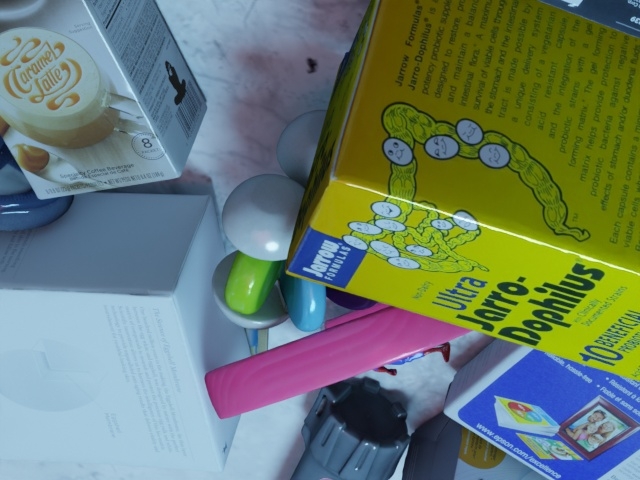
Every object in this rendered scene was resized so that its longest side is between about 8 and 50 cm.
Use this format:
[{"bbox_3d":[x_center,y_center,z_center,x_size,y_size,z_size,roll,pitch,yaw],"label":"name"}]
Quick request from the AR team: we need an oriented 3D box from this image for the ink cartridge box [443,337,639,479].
[{"bbox_3d":[0.317,0.136,1.662,0.303,0.072,0.307,34,130,-14],"label":"ink cartridge box"}]

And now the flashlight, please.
[{"bbox_3d":[0.008,0.264,1.852,0.103,0.103,0.304,3,138,-23],"label":"flashlight"}]

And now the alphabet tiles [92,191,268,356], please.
[{"bbox_3d":[-0.216,0.058,1.785,0.342,0.011,0.285,10,135,7],"label":"alphabet tiles"}]

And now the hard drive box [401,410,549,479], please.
[{"bbox_3d":[0.183,0.283,1.759,0.232,0.181,0.089,36,131,-18],"label":"hard drive box"}]

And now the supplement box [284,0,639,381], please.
[{"bbox_3d":[0.178,-0.040,1.395,0.356,0.195,0.194,17,157,-4],"label":"supplement box"}]

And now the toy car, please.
[{"bbox_3d":[0.000,0.000,1.534,0.136,0.182,0.159,31,146,11],"label":"toy car"}]

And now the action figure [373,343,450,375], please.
[{"bbox_3d":[0.059,0.105,1.735,0.115,0.030,0.038,-10,133,27],"label":"action figure"}]

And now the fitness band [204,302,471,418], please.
[{"bbox_3d":[0.039,0.081,1.598,0.291,0.209,0.054,-22,86,25],"label":"fitness band"}]

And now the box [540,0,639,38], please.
[{"bbox_3d":[0.237,-0.230,1.251,0.247,0.142,0.163,18,134,-18],"label":"box"}]

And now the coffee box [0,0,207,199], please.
[{"bbox_3d":[-0.208,-0.161,1.512,0.141,0.098,0.246,-9,129,24],"label":"coffee box"}]

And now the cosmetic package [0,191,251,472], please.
[{"bbox_3d":[-0.195,0.080,1.693,0.225,0.138,0.224,3,133,16],"label":"cosmetic package"}]

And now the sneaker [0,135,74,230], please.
[{"bbox_3d":[-0.350,-0.113,1.592,0.319,0.112,0.131,21,137,-5],"label":"sneaker"}]
